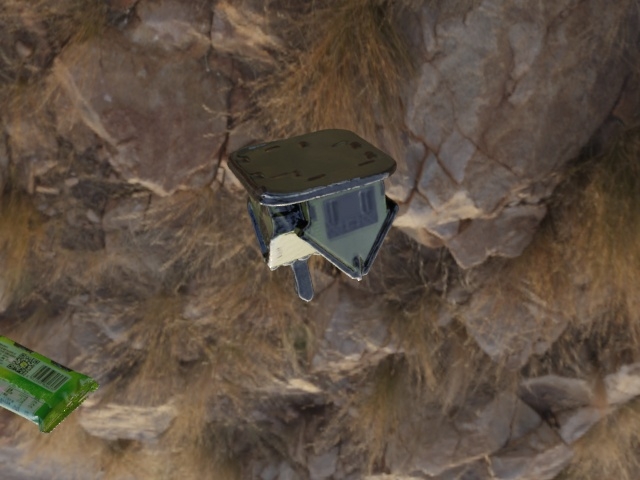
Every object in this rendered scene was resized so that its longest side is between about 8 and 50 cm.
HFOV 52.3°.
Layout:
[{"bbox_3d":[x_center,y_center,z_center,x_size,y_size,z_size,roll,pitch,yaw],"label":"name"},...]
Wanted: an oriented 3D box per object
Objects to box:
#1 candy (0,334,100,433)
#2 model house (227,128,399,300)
[{"bbox_3d":[-0.404,0.190,0.881,0.178,0.102,0.032,21,130,12],"label":"candy"},{"bbox_3d":[0.000,0.000,0.968,0.205,0.218,0.278,-16,118,-15],"label":"model house"}]
